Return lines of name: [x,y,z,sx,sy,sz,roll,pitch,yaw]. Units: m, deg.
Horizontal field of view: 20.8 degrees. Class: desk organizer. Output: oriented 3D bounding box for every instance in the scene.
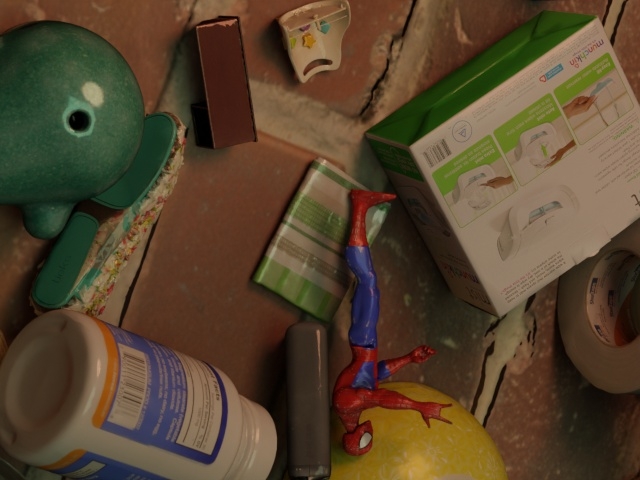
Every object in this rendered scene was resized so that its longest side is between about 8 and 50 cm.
desk organizer: [-0.105,-0.160,1.772,0.050,0.047,0.130,-14,104,-27]

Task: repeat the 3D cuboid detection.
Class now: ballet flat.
ballet flat: [-0.205,-0.017,1.723,0.241,0.091,0.077,-56,150,-8]

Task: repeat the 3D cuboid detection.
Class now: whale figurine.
whale figurine: [-0.288,-0.094,1.611,0.272,0.141,0.216,-28,109,-21]

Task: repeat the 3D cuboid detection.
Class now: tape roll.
tape roll: [0.367,0.068,1.993,0.072,0.219,0.219,6,94,-31]

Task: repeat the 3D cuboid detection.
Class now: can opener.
can opener: [-0.036,0.229,1.822,0.095,0.076,0.283,-1,77,-1]

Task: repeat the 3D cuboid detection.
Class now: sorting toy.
sorting toy: [-0.008,-0.207,1.829,0.083,0.045,0.075,-25,117,-27]

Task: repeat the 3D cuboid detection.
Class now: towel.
towel: [0.000,0.000,1.877,0.113,0.023,0.152,32,82,-29]

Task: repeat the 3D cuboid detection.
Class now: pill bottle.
pill bottle: [-0.173,0.175,1.705,0.272,0.152,0.152,27,82,-44]

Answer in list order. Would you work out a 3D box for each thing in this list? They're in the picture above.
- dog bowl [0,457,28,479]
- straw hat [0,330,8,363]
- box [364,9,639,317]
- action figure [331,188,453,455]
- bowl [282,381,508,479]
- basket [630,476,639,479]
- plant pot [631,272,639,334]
dog bowl: [-0.413,0.340,1.621,0.349,0.102,0.348,-5,99,-30]
straw hat: [-0.348,0.129,1.655,0.144,0.061,0.144,-5,99,-32]
box: [0.225,-0.087,1.912,0.262,0.127,0.231,-36,112,-12]
action figure: [0.082,0.093,1.839,0.139,0.091,0.280,7,91,4]
bowl: [0.111,0.310,1.908,0.289,0.156,0.289,-5,99,-31]
basket: [0.491,0.441,2.122,0.214,0.223,0.299,-11,102,-30]
plant pot: [0.581,0.054,2.096,0.280,0.323,0.323,-30,112,-42]
